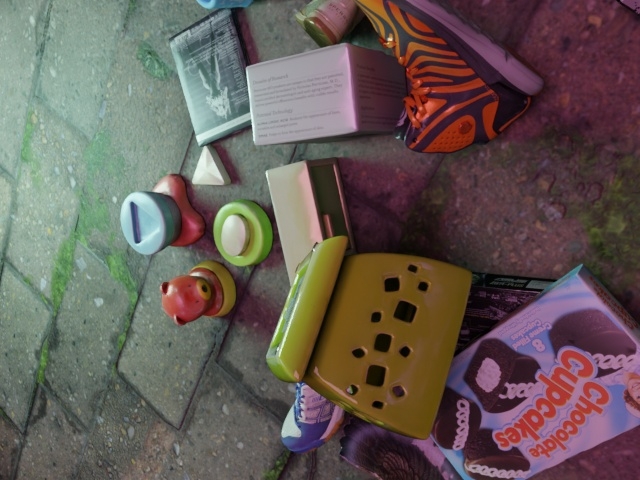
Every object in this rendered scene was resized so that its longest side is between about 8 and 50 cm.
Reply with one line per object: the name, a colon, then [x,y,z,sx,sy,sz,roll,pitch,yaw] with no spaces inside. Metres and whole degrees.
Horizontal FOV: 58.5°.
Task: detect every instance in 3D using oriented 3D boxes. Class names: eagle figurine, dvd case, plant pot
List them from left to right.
dvd case: [-0.198,-0.307,1.083,0.164,0.018,0.221,-15,92,33]
plant pot: [0.051,0.124,0.799,0.207,0.227,0.228,21,75,-5]
eagle figurine: [0.151,0.455,0.953,0.226,0.225,0.298,-41,37,-7]

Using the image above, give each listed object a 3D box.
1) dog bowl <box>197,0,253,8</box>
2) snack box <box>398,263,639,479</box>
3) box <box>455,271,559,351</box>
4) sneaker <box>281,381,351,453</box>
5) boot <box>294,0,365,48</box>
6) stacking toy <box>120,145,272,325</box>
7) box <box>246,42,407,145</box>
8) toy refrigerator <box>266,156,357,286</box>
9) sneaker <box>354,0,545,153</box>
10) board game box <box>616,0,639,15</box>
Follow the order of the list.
dog bowl: [-0.169,-0.496,0.898,0.166,0.074,0.297,55,157,17]
snack box: [0.280,0.200,0.768,0.187,0.060,0.322,51,123,11]
box: [0.277,0.130,0.838,0.180,0.077,0.147,3,102,32]
sneaker: [-0.007,0.252,0.998,0.296,0.131,0.112,-56,32,22]
boot: [0.044,-0.364,0.848,0.077,0.213,0.165,41,100,-18]
stacking toy: [-0.259,-0.009,1.119,0.279,0.130,0.309,-43,77,32]
box: [0.016,-0.213,0.868,0.182,0.181,0.119,-1,98,33]
toy refrigerator: [0.000,0.000,0.973,0.094,0.102,0.269,-9,95,33]
sneaker: [0.126,-0.223,0.759,0.321,0.124,0.180,30,121,-15]
board game box: [0.481,-0.348,0.636,0.136,0.030,0.259,46,120,19]
